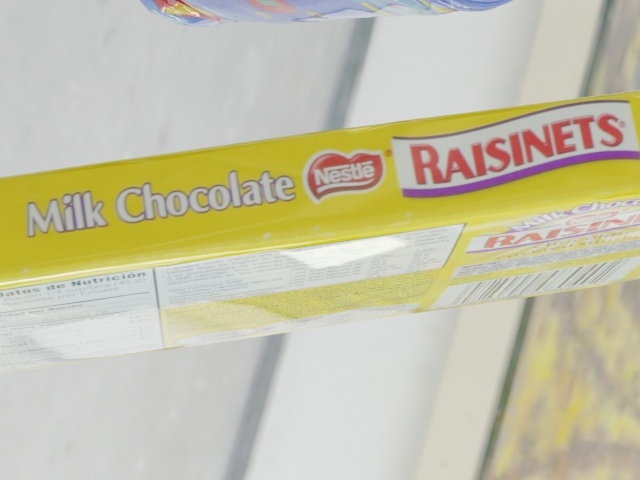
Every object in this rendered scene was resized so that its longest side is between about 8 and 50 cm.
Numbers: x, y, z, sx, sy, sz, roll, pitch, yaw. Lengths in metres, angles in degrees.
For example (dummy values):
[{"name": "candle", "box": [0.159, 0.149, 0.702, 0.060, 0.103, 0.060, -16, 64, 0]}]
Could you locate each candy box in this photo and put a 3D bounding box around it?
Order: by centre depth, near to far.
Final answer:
[{"name": "candy box", "box": [0.000, 0.000, 0.390, 0.105, 0.206, 0.027, 104, -23, -74]}]

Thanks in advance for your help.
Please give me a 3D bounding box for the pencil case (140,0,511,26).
[{"name": "pencil case", "box": [0.001, -0.184, 0.949, 0.119, 0.306, 0.133, 46, 71, -28]}]
